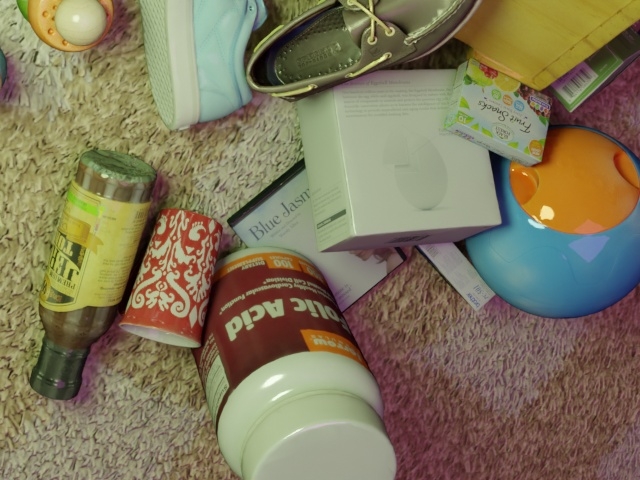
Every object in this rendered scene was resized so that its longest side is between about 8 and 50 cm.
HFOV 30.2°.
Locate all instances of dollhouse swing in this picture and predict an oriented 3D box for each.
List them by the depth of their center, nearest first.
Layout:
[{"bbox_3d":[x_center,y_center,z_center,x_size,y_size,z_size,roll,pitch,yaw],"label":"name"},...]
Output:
[{"bbox_3d":[0.286,-0.397,1.508,0.305,0.347,0.315,40,67,-5],"label":"dollhouse swing"}]

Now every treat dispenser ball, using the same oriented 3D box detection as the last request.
[{"bbox_3d":[0.355,-0.028,1.750,0.288,0.288,0.288,-10,118,-20],"label":"treat dispenser ball"}]

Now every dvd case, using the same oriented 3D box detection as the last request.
[{"bbox_3d":[0.000,0.000,1.762,0.180,0.022,0.253,-39,124,-2],"label":"dvd case"}]

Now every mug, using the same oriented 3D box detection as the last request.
[{"bbox_3d":[-0.214,0.047,1.617,0.113,0.150,0.169,50,52,-68],"label":"mug"}]

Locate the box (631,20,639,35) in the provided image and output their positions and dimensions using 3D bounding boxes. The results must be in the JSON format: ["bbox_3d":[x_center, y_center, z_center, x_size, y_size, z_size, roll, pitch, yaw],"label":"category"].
[{"bbox_3d":[0.537,-0.353,1.825,0.225,0.036,0.136,24,103,-30],"label":"box"}]

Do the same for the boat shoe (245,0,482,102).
[{"bbox_3d":[0.051,-0.259,1.451,0.324,0.097,0.116,-21,92,31],"label":"boat shoe"}]

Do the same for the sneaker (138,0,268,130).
[{"bbox_3d":[-0.144,-0.321,1.485,0.150,0.135,0.365,-16,129,-25],"label":"sneaker"}]

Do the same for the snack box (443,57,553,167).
[{"bbox_3d":[0.242,-0.172,1.606,0.141,0.037,0.100,22,70,-20],"label":"snack box"}]

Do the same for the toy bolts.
[{"bbox_3d":[-0.376,-0.263,1.378,0.228,0.158,0.218,-45,124,2],"label":"toy bolts"}]

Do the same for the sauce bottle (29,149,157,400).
[{"bbox_3d":[-0.314,0.053,1.591,0.111,0.111,0.344,10,108,-28],"label":"sauce bottle"}]

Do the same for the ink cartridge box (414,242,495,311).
[{"bbox_3d":[0.179,0.015,1.806,0.046,0.097,0.207,-43,123,1],"label":"ink cartridge box"}]

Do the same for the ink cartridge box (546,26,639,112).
[{"bbox_3d":[0.415,-0.265,1.747,0.109,0.062,0.209,-46,172,33],"label":"ink cartridge box"}]

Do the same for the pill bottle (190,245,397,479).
[{"bbox_3d":[-0.045,0.195,1.600,0.224,0.392,0.224,-8,122,-13],"label":"pill bottle"}]

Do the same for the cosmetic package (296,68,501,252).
[{"bbox_3d":[0.104,-0.110,1.630,0.224,0.138,0.224,-4,81,-23],"label":"cosmetic package"}]
